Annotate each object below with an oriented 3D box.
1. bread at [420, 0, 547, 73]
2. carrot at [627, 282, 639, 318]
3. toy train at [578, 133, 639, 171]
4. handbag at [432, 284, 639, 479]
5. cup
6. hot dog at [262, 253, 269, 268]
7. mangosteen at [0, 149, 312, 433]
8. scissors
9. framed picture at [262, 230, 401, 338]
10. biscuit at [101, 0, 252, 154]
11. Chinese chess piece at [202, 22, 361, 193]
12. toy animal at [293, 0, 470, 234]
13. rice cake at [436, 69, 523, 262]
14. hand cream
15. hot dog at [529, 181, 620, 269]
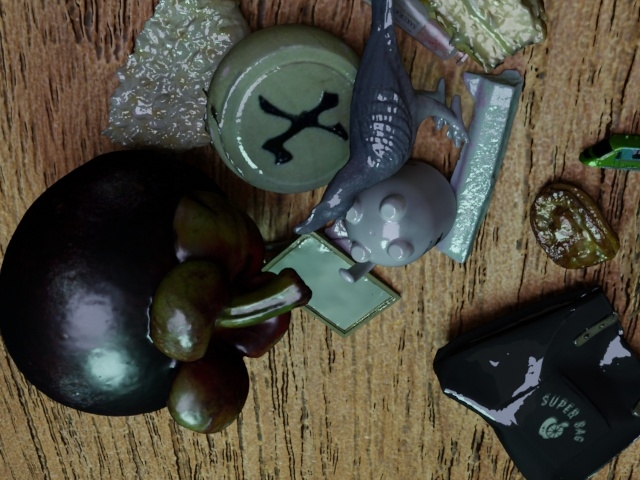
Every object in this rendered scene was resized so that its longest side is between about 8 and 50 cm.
[{"bbox_3d":[0.144,-0.321,0.805,0.111,0.246,0.239,-35,108,25],"label":"bread"},{"bbox_3d":[0.571,0.092,0.998,0.331,0.214,0.193,46,76,-19],"label":"carrot"},{"bbox_3d":[0.457,-0.117,0.980,0.209,0.044,0.042,6,122,8],"label":"toy train"},{"bbox_3d":[0.385,0.237,1.161,0.288,0.152,0.342,-38,108,16],"label":"handbag"},{"bbox_3d":[0.087,-0.024,1.033,0.173,0.142,0.134,-21,97,35],"label":"cup"},{"bbox_3d":[-0.144,0.046,1.217,0.137,0.028,0.044,-19,116,24],"label":"hot dog"},{"bbox_3d":[-0.230,0.076,1.044,0.435,0.382,0.382,20,123,11],"label":"mangosteen"},{"bbox_3d":[0.000,0.000,1.163,0.212,0.021,0.110,-10,116,17],"label":"scissors"},{"bbox_3d":[0.013,0.073,1.192,0.201,0.010,0.136,37,122,-22],"label":"framed picture"},{"bbox_3d":[-0.186,-0.222,1.034,0.179,0.084,0.281,32,124,-13],"label":"biscuit"},{"bbox_3d":[-0.041,-0.170,0.983,0.238,0.092,0.238,-8,124,-12],"label":"Chinese chess piece"},{"bbox_3d":[0.097,-0.172,0.922,0.206,0.081,0.367,7,101,-31],"label":"toy animal"},{"bbox_3d":[0.213,-0.103,1.041,0.081,0.051,0.290,17,121,14],"label":"rice cake"},{"bbox_3d":[0.109,-0.303,0.948,0.209,0.043,0.067,37,125,-5],"label":"hand cream"},{"bbox_3d":[0.364,-0.016,1.051,0.099,0.065,0.147,-24,115,34],"label":"hot dog"}]
